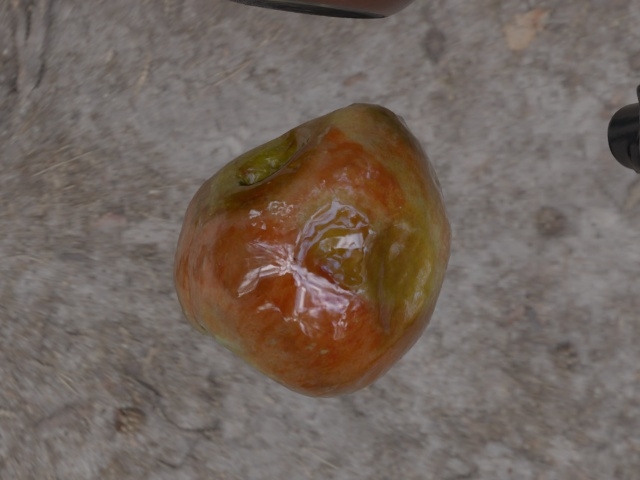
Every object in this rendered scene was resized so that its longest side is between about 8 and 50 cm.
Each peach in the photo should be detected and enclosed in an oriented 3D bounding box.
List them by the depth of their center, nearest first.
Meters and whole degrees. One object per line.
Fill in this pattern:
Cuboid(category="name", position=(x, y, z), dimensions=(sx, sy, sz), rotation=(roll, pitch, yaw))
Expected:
Cuboid(category="peach", position=(0.000, 0.000, 1.148), dimensions=(0.214, 0.214, 0.235), rotation=(37, 77, -14))

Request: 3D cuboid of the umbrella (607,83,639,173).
Cuboid(category="umbrella", position=(0.255, -0.076, 0.730), dimensions=(0.073, 0.337, 0.067), rotation=(5, 83, -24))

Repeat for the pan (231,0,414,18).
Cuboid(category="pan", position=(0.020, -0.065, 0.345), dimensions=(0.115, 0.068, 0.023), rotation=(5, 94, 9))
